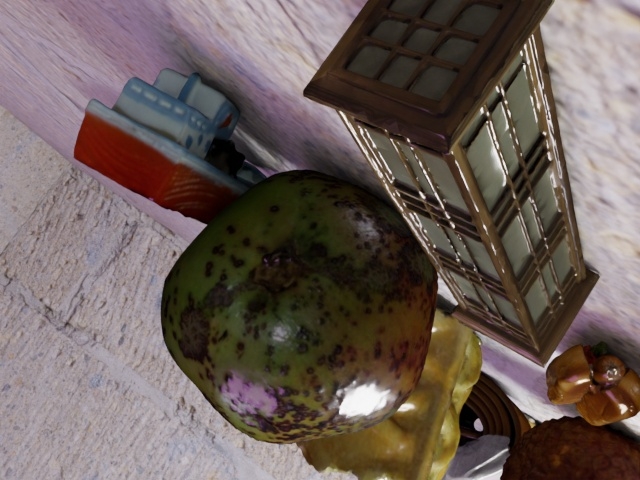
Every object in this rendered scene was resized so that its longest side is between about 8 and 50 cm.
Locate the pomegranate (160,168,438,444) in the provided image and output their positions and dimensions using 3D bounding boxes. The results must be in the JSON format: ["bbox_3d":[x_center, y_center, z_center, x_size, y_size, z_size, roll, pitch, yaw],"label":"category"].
[{"bbox_3d":[-0.008,0.093,0.780,0.285,0.285,0.341,31,161,21],"label":"pomegranate"}]

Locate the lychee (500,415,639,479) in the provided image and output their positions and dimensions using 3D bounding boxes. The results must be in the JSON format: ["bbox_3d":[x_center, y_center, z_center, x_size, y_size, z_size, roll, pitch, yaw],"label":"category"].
[{"bbox_3d":[0.375,0.382,1.013,0.260,0.261,0.260,34,170,7],"label":"lychee"}]

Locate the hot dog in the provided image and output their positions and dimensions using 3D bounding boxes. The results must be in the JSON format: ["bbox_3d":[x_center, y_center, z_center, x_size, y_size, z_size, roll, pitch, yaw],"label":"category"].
[{"bbox_3d":[0.280,0.147,0.737,0.092,0.062,0.236,32,173,17],"label":"hot dog"}]

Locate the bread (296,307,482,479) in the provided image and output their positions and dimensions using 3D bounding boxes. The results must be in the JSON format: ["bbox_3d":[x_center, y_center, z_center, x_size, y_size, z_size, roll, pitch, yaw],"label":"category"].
[{"bbox_3d":[0.104,0.213,0.998,0.196,0.252,0.238,7,163,29],"label":"bread"}]

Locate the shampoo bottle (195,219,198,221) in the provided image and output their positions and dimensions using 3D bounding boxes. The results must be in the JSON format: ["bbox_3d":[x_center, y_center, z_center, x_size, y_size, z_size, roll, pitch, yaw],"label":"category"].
[{"bbox_3d":[-0.295,-0.102,1.527,0.072,0.049,0.212,35,171,26],"label":"shampoo bottle"}]

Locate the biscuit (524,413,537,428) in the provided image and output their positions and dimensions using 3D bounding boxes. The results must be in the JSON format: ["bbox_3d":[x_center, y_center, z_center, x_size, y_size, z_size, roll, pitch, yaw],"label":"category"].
[{"bbox_3d":[0.475,0.423,1.493,0.158,0.035,0.240,30,169,42],"label":"biscuit"}]

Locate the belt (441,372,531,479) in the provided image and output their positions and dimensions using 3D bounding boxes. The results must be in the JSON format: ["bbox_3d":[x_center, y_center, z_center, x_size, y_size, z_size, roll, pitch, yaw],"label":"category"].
[{"bbox_3d":[0.240,0.343,1.359,0.338,0.217,0.122,17,161,42],"label":"belt"}]

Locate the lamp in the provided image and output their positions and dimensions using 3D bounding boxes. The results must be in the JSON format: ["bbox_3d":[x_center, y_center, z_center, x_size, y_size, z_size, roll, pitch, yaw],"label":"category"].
[{"bbox_3d":[0.104,-0.020,0.449,0.090,0.089,0.325,28,168,34],"label":"lamp"}]

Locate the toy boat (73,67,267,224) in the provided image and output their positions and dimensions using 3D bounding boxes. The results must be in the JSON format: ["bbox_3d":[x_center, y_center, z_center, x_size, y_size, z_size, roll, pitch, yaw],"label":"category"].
[{"bbox_3d":[-0.135,-0.098,0.818,0.145,0.133,0.332,28,180,12],"label":"toy boat"}]
